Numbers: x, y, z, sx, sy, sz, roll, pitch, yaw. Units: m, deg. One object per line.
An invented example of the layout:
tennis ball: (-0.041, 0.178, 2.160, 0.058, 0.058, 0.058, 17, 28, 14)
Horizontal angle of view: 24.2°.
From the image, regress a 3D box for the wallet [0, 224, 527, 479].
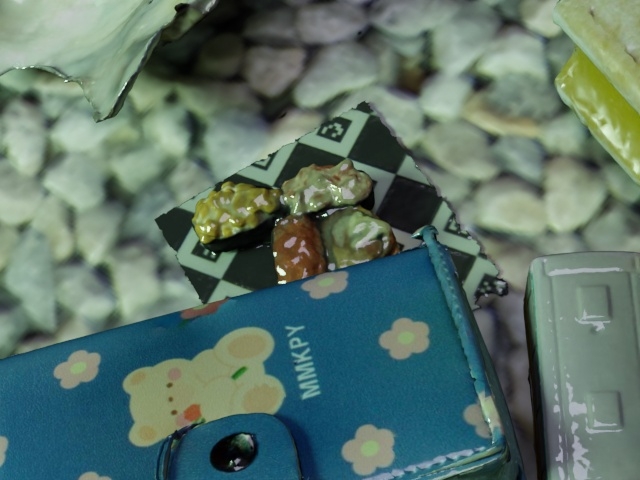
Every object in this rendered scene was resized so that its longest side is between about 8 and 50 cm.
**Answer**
wallet: (-0.030, 0.075, 0.575, 0.202, 0.059, 0.141, -16, 46, 1)

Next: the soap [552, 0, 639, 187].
soap: (0.229, -0.033, 0.602, 0.160, 0.080, 0.257, -31, 58, -7)

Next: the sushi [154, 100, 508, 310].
sushi: (0.000, 0.000, 0.661, 0.120, 0.026, 0.126, -30, 59, -7)

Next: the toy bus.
toy bus: (0.106, 0.089, 0.561, 0.057, 0.072, 0.172, -3, 60, 5)

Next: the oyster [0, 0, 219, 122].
oyster: (-0.101, -0.194, 0.755, 0.271, 0.100, 0.275, -37, 65, -6)
